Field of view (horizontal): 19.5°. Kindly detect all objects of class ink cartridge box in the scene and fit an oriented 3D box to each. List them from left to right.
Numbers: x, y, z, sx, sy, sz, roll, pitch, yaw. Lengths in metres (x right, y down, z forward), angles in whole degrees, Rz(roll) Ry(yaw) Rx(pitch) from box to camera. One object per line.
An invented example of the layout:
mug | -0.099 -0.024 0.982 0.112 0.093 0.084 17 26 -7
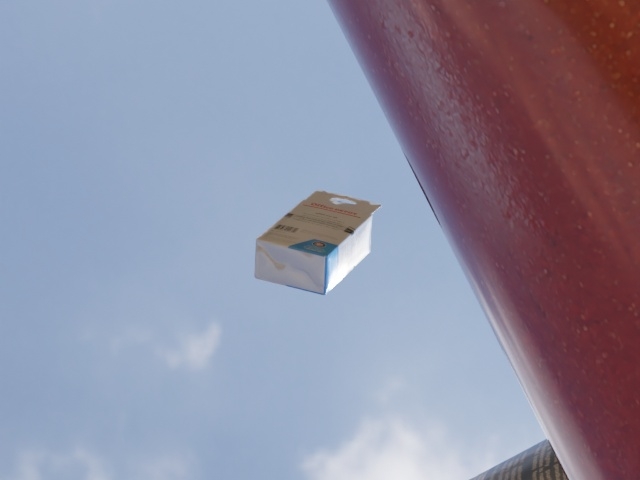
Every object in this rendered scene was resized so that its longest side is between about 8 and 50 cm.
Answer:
ink cartridge box | 0.000 0.000 1.127 0.048 0.028 0.083 14 -151 22

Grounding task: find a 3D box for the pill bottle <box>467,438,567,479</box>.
pill bottle | 0.150 0.135 0.901 0.180 0.108 0.108 -33 -148 26

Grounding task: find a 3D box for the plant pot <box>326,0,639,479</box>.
plant pot | 0.148 -0.016 0.494 0.272 0.265 0.272 -32 -173 5
